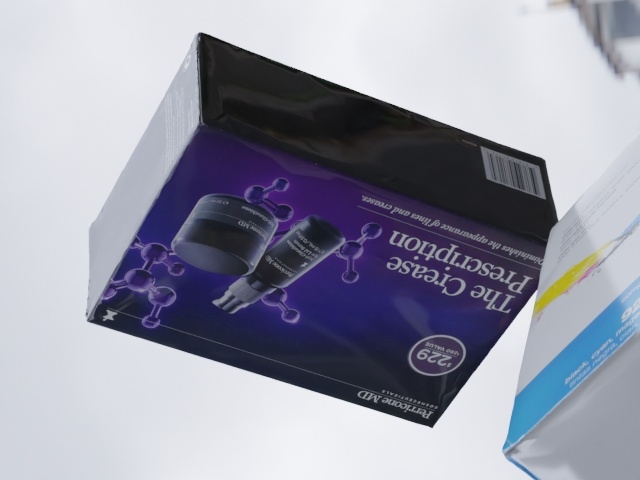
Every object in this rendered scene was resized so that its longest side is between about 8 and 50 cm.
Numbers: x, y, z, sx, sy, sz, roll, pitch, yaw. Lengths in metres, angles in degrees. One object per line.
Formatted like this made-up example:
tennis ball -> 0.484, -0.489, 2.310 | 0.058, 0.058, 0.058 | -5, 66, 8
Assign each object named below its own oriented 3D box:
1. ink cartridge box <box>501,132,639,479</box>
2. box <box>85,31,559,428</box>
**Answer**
ink cartridge box -> 0.220, 0.044, 0.975 | 0.171, 0.168, 0.233 | 37, -149, -9
box -> 0.000, 0.000, 1.262 | 0.261, 0.184, 0.103 | 18, -141, -20
